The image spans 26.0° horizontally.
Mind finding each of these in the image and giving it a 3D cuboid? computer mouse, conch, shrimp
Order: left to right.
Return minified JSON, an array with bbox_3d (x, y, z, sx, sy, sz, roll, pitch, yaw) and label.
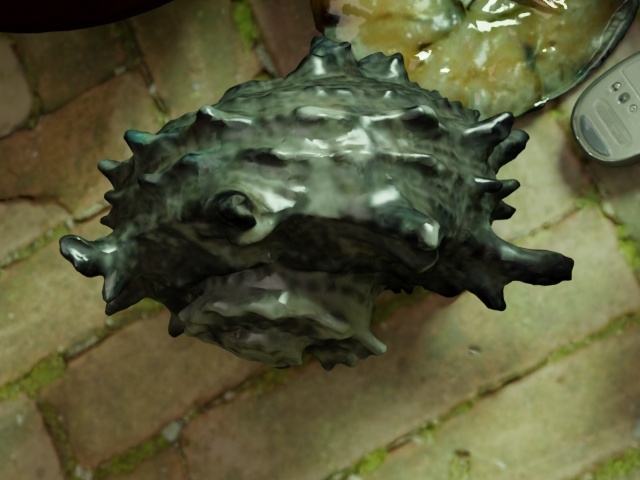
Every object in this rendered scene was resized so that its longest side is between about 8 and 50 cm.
[{"bbox_3d":[-0.003,0.001,0.871,0.313,0.241,0.186,-14,49,-11],"label":"conch"},{"bbox_3d":[0.120,-0.253,0.938,0.233,0.071,0.365,15,88,-4],"label":"shrimp"},{"bbox_3d":[0.214,-0.088,0.917,0.096,0.039,0.066,-36,75,17],"label":"computer mouse"}]

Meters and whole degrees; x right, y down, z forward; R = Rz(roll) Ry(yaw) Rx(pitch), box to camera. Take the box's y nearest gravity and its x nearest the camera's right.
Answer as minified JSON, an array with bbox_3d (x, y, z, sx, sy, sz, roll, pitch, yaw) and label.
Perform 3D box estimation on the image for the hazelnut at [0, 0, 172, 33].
[{"bbox_3d":[-0.171,-0.343,0.885,0.420,0.353,0.421,1,76,-6],"label":"hazelnut"}]
